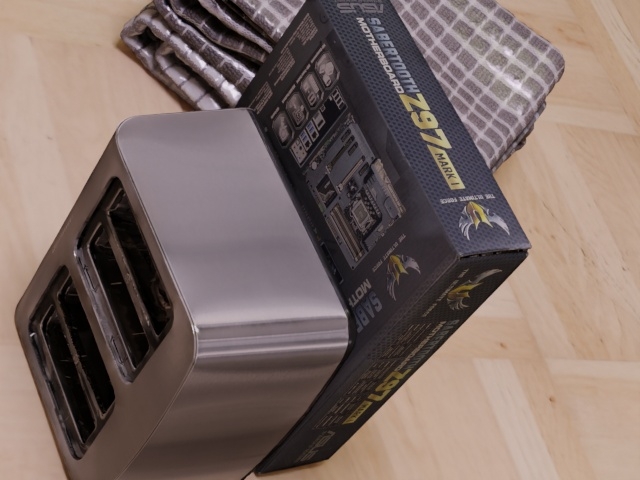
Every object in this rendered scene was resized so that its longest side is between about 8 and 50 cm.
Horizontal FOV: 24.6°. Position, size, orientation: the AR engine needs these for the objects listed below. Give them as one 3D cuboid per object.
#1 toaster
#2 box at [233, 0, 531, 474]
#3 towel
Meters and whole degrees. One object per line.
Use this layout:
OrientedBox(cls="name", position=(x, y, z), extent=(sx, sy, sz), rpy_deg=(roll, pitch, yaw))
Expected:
OrientedBox(cls="toaster", position=(-0.076, 0.045, 0.801), extent=(0.110, 0.168, 0.186), rpy_deg=(-3, 54, -37))
OrientedBox(cls="box", position=(0.000, 0.000, 0.847), extent=(0.059, 0.233, 0.183), rpy_deg=(-5, 57, -37))
OrientedBox(cls="towel", position=(0.029, -0.135, 1.085), extent=(0.283, 0.121, 0.235), rpy_deg=(40, 40, 0))
